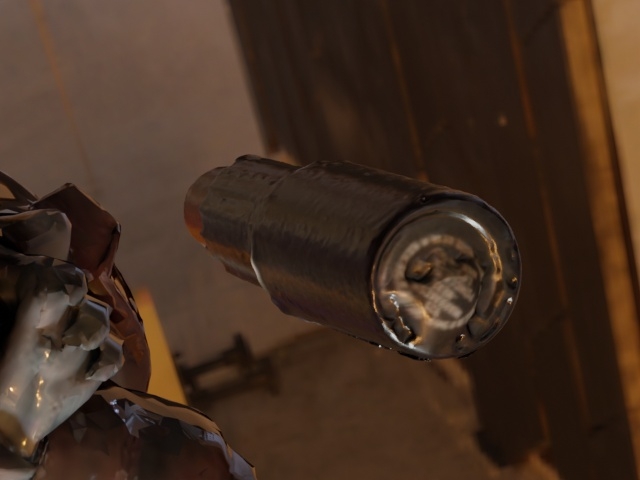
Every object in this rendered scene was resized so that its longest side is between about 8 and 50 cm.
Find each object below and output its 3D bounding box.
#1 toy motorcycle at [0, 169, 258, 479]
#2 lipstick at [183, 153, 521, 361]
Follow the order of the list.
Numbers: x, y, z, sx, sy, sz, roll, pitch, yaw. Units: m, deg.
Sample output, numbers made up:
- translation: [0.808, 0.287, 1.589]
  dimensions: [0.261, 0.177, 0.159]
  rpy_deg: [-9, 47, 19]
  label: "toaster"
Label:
- translation: [-0.134, 0.044, 0.335]
  dimensions: [0.207, 0.134, 0.401]
  rpy_deg: [37, -158, 9]
  label: "toy motorcycle"
- translation: [0.000, 0.000, 0.940]
  dimensions: [0.081, 0.081, 0.300]
  rpy_deg: [-26, -165, -18]
  label: "lipstick"
